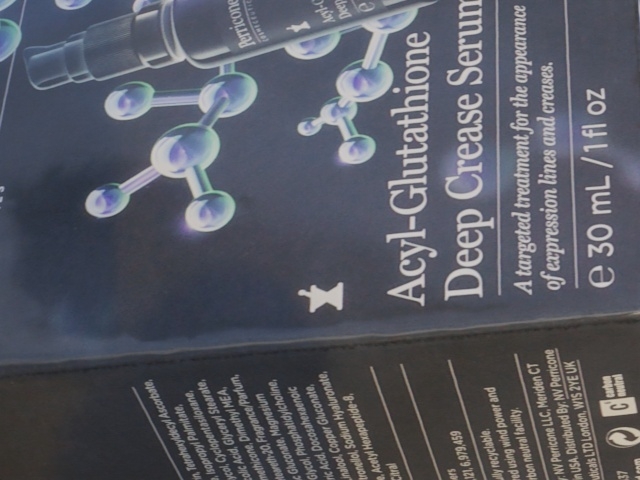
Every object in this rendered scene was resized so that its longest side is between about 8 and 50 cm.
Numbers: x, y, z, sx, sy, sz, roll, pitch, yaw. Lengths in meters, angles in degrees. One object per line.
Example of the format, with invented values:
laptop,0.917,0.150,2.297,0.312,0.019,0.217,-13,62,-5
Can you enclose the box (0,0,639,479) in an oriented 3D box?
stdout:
box,0.000,0.000,1.094,0.212,0.395,0.293,69,19,-50
